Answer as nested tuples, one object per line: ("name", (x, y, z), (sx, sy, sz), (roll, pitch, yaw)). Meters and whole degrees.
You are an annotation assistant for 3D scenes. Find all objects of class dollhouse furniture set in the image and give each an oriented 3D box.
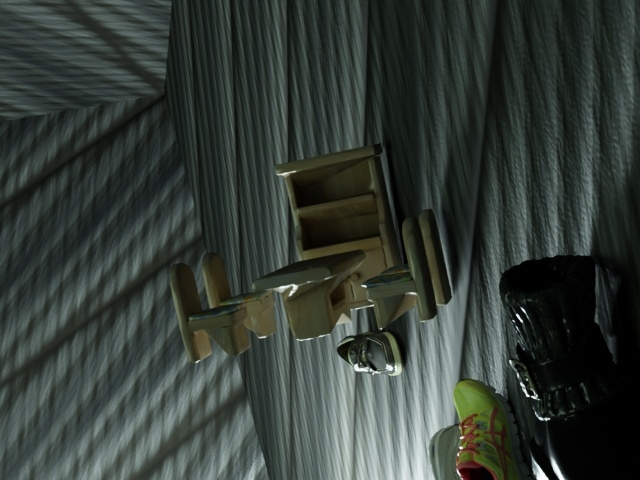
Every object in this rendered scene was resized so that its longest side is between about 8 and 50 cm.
("dollhouse furniture set", (0.000, 0.000, 2.077), (0.394, 0.362, 0.256), (-22, -80, -74))

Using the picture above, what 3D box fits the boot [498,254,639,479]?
("boot", (0.294, 0.164, 1.472), (0.348, 0.131, 0.260), (-147, 47, -71))

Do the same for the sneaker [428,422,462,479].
("sneaker", (0.229, 0.391, 1.958), (0.115, 0.105, 0.281), (122, 132, -60))

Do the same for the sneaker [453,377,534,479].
("sneaker", (0.223, 0.288, 1.887), (0.081, 0.094, 0.208), (-50, 54, 48))

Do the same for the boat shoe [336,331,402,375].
("boat shoe", (0.085, 0.204, 2.428), (0.223, 0.073, 0.080), (-176, 75, -76))
